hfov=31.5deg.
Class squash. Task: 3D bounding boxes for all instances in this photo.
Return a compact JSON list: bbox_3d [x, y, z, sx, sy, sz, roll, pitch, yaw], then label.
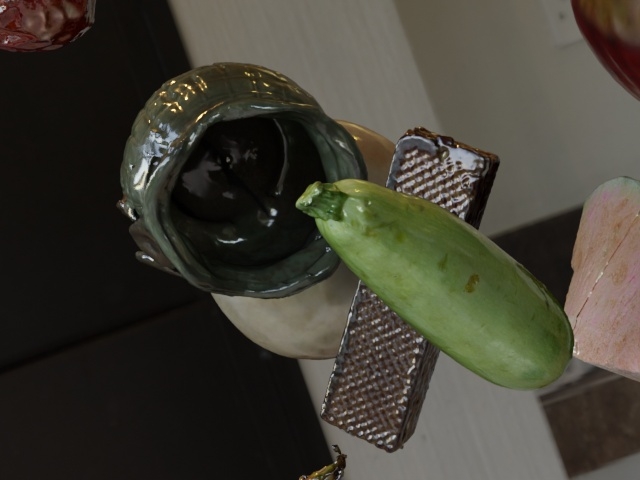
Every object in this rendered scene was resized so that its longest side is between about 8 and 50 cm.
[{"bbox_3d":[0.114,0.033,1.067,0.118,0.118,0.370,-21,-45,40],"label":"squash"}]

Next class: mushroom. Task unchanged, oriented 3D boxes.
[{"bbox_3d":[0.000,0.000,1.709,0.362,0.362,0.294,-20,-13,4],"label":"mushroom"}]

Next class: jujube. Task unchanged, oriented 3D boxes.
[{"bbox_3d":[-0.337,-0.263,1.136,0.230,0.155,0.155,0,3,12],"label":"jujube"}]

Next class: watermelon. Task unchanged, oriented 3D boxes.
[{"bbox_3d":[0.471,0.073,1.478,0.222,0.292,0.319,20,-13,-9],"label":"watermelon"}]

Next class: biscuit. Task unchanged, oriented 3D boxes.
[{"bbox_3d":[0.103,0.058,1.321,0.107,0.388,0.073,23,22,22],"label":"biscuit"}]

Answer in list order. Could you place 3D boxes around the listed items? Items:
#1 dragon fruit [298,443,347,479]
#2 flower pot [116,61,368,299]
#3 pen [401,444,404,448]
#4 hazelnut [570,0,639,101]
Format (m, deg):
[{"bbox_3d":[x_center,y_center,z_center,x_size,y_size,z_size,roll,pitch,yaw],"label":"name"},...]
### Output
[{"bbox_3d":[-0.044,0.409,1.700,0.246,0.125,0.125,-47,13,4],"label":"dragon fruit"},{"bbox_3d":[-0.104,-0.059,1.394,0.302,0.301,0.213,-19,25,-13],"label":"flower pot"},{"bbox_3d":[0.114,0.184,1.559,0.025,0.204,0.025,8,-17,2],"label":"pen"},{"bbox_3d":[0.455,-0.276,1.162,0.402,0.402,0.429,-19,10,-18],"label":"hazelnut"}]
